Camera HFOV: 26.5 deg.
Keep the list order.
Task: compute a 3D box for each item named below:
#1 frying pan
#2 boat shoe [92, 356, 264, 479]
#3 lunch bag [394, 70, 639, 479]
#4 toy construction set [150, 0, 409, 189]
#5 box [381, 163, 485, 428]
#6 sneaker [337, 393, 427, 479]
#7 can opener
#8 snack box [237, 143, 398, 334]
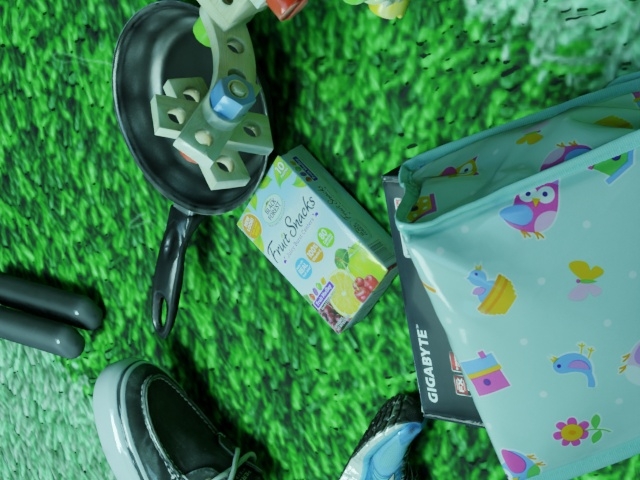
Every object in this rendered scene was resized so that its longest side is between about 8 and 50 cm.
[{"bbox_3d":[-0.101,-0.059,1.238,0.197,0.053,0.326,5,112,41],"label":"frying pan"},{"bbox_3d":[-0.103,0.255,1.384,0.119,0.121,0.335,-18,110,37],"label":"boat shoe"},{"bbox_3d":[0.208,0.012,0.912,0.262,0.160,0.223,-22,106,10],"label":"lunch bag"},{"bbox_3d":[-0.019,-0.197,1.040,0.215,0.151,0.328,51,121,7],"label":"toy construction set"},{"bbox_3d":[0.148,0.046,1.080,0.175,0.051,0.220,6,115,39],"label":"box"},{"bbox_3d":[0.067,0.202,1.242,0.073,0.063,0.162,30,135,4],"label":"sneaker"},{"bbox_3d":[-0.350,0.086,1.547,0.283,0.076,0.095,12,151,37],"label":"can opener"},{"bbox_3d":[0.000,0.000,1.197,0.141,0.037,0.100,47,134,13],"label":"snack box"}]
